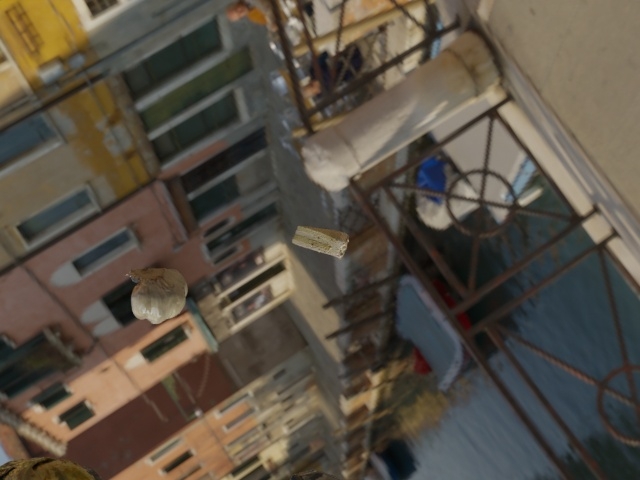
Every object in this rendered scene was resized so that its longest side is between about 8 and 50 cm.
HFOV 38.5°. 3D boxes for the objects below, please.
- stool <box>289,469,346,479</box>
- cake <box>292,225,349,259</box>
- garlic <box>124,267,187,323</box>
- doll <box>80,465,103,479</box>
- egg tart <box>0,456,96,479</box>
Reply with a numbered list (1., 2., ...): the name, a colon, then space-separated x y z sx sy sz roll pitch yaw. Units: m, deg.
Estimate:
1. stool: 0.015 0.702 2.375 0.232 0.141 0.232 19 -176 -1
2. cake: 0.000 0.000 1.996 0.065 0.121 0.052 -94 16 -67
3. garlic: -0.256 0.092 1.459 0.074 0.113 0.094 24 120 35
4. doll: -0.523 0.641 1.973 0.310 0.284 0.240 11 179 37
5. egg tart: -0.507 0.506 1.748 0.279 0.095 0.279 27 -156 -13
